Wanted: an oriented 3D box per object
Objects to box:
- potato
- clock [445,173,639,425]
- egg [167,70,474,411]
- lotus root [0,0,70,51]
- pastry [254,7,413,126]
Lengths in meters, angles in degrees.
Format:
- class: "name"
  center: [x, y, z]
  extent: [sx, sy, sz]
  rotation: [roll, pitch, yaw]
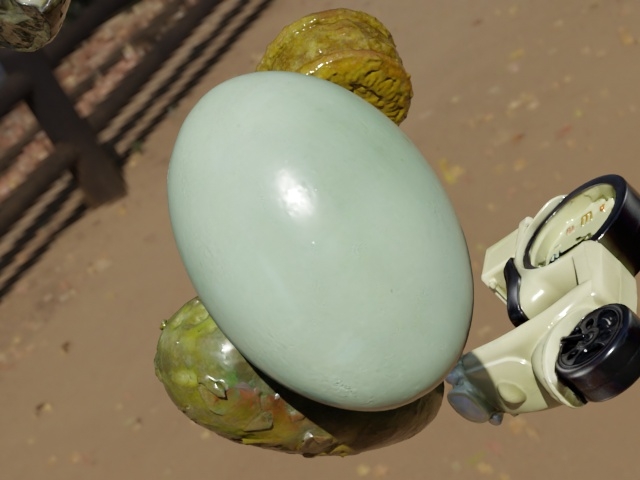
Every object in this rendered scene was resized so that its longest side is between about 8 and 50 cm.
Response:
- class: "potato"
  center: [-0.013, 0.122, 1.276]
  extent: [0.176, 0.298, 0.141]
  rotation: [40, 107, 51]
- class: "clock"
  center: [0.274, 0.081, 1.673]
  extent: [0.276, 0.120, 0.379]
  rotation: [-35, 17, 34]
- class: "egg"
  center: [0.000, 0.000, 1.095]
  extent: [0.203, 0.283, 0.203]
  rotation: [-38, -2, -2]
- class: "lotus root"
  center: [-0.288, -0.324, 1.287]
  extent: [0.210, 0.314, 0.142]
  rotation: [-3, -7, 10]
- class: "pastry"
  center: [0.014, -0.182, 1.734]
  extent: [0.188, 0.189, 0.103]
  rotation: [-27, 51, 7]
